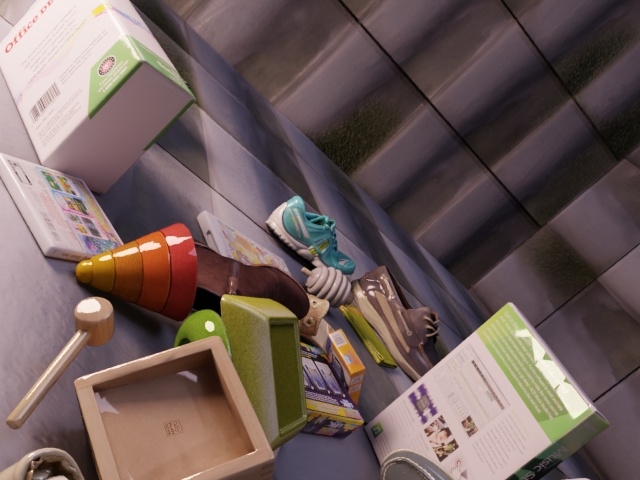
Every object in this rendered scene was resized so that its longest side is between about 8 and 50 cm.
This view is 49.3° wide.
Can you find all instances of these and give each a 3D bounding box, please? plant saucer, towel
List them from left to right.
[{"bbox_3d":[-0.057,0.157,0.820,0.188,0.045,0.188,26,58,-76],"label":"plant saucer"},{"bbox_3d":[0.091,0.183,1.560,0.237,0.021,0.102,55,15,29],"label":"towel"}]

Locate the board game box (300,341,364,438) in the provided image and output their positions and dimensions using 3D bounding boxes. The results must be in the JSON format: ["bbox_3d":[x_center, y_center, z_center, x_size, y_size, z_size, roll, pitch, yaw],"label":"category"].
[{"bbox_3d":[-0.023,0.213,1.022,0.170,0.048,0.141,31,22,-53],"label":"board game box"}]

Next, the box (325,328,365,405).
[{"bbox_3d":[0.034,0.215,1.120,0.081,0.028,0.136,56,-28,35],"label":"box"}]

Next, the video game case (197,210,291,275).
[{"bbox_3d":[-0.110,0.062,1.244,0.227,0.026,0.206,36,17,-44],"label":"video game case"}]

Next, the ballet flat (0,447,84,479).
[{"bbox_3d":[-0.144,0.243,0.443,0.248,0.086,0.086,53,14,23],"label":"ballet flat"}]

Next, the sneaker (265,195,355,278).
[{"bbox_3d":[0.000,0.000,1.583,0.275,0.110,0.107,39,5,-40],"label":"sneaker"}]

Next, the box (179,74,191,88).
[{"bbox_3d":[-0.390,-0.345,1.378,0.184,0.103,0.261,45,12,1],"label":"box"}]

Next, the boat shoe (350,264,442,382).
[{"bbox_3d":[0.211,0.207,1.635,0.355,0.130,0.132,50,13,13],"label":"boat shoe"}]

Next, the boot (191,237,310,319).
[{"bbox_3d":[-0.104,0.090,0.994,0.248,0.090,0.207,29,11,-23],"label":"boot"}]

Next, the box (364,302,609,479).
[{"bbox_3d":[0.229,0.276,1.038,0.058,0.322,0.232,35,18,-35],"label":"box"}]

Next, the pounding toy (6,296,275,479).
[{"bbox_3d":[-0.165,0.151,0.600,0.206,0.181,0.094,58,-28,35],"label":"pounding toy"}]

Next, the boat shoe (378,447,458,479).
[{"bbox_3d":[0.167,0.413,0.895,0.319,0.116,0.099,60,14,27],"label":"boat shoe"}]

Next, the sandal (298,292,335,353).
[{"bbox_3d":[-0.010,0.125,1.175,0.240,0.079,0.088,47,34,-31],"label":"sandal"}]

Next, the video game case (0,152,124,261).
[{"bbox_3d":[-0.315,-0.033,0.863,0.157,0.019,0.143,52,13,23],"label":"video game case"}]

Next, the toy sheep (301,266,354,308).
[{"bbox_3d":[0.014,0.094,1.436,0.132,0.091,0.091,29,18,-17],"label":"toy sheep"}]

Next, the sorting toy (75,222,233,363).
[{"bbox_3d":[-0.178,0.120,0.741,0.126,0.127,0.365,2,41,-31],"label":"sorting toy"}]

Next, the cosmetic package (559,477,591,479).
[{"bbox_3d":[0.237,0.460,0.587,0.453,0.161,0.230,-107,-164,-58],"label":"cosmetic package"}]

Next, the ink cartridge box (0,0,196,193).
[{"bbox_3d":[-0.333,-0.240,1.009,0.117,0.201,0.278,31,20,-55],"label":"ink cartridge box"}]
